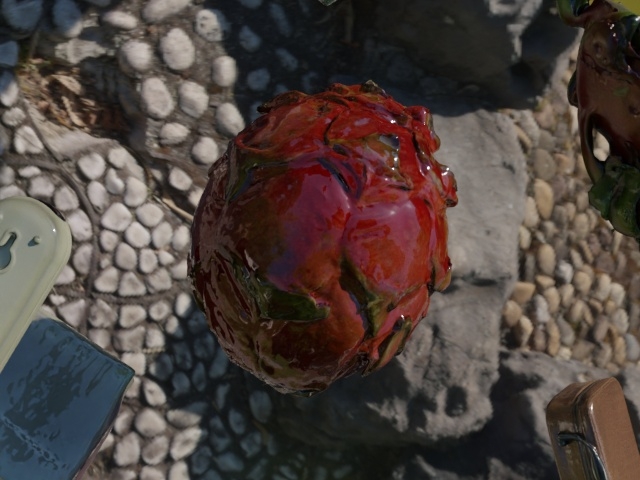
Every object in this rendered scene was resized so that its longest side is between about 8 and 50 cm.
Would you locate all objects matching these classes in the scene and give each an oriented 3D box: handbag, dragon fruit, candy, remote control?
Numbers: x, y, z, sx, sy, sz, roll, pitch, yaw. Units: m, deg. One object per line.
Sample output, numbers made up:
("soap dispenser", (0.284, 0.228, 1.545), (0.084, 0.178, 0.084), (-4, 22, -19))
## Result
("handbag", (0.366, 0.286, 1.128), (0.151, 0.072, 0.193), (-4, 81, -52))
("dragon fruit", (0.199, -0.070, 0.498), (0.138, 0.142, 0.175), (0, 103, -37))
("candy", (-0.431, 0.169, 1.119), (0.358, 0.145, 0.208), (34, 72, 1))
("remote control", (-0.281, 0.064, 0.691), (0.078, 0.042, 0.221), (30, 87, 8))
("dragon fruit", (0.000, 0.000, 0.874), (0.277, 0.277, 0.342), (26, 91, -28))

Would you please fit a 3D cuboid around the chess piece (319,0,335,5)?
("chess piece", (0.064, -0.476, 1.227), (0.271, 0.139, 0.139), (-41, 116, 8))
